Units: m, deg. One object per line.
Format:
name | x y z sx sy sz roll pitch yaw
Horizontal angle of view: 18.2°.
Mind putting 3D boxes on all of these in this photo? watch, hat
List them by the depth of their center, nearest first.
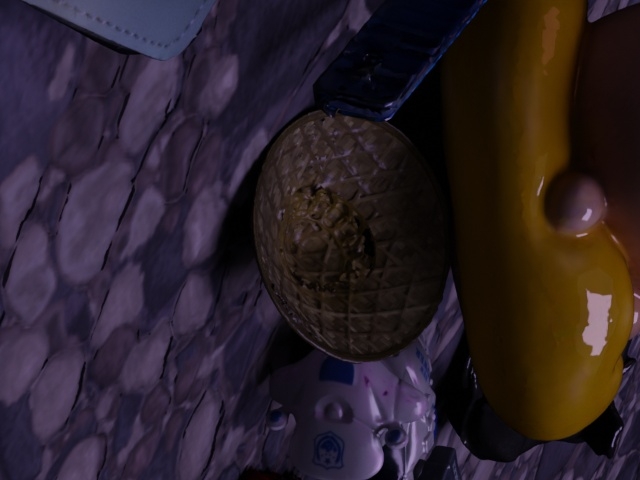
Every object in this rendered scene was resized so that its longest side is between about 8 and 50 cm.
watch | 0.092 -0.232 1.019 0.274 0.068 0.276 -47 160 -44
hat | 0.000 0.000 1.141 0.146 0.067 0.146 7 78 -38

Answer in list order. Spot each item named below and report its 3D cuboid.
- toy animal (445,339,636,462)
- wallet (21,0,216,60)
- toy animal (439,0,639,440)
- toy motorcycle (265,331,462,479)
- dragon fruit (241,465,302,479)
toy animal | 0.180 0.101 1.587 0.245 0.114 0.146 -2 111 -41
wallet | -0.060 -0.202 0.767 0.250 0.075 0.176 -64 154 3
toy animal | 0.203 -0.006 1.234 0.345 0.247 0.277 81 5 -57
toy motorcycle | 0.034 0.112 1.265 0.221 0.102 0.150 74 29 -48
dragon fruit | -0.031 0.216 1.290 0.131 0.063 0.097 -66 157 6
